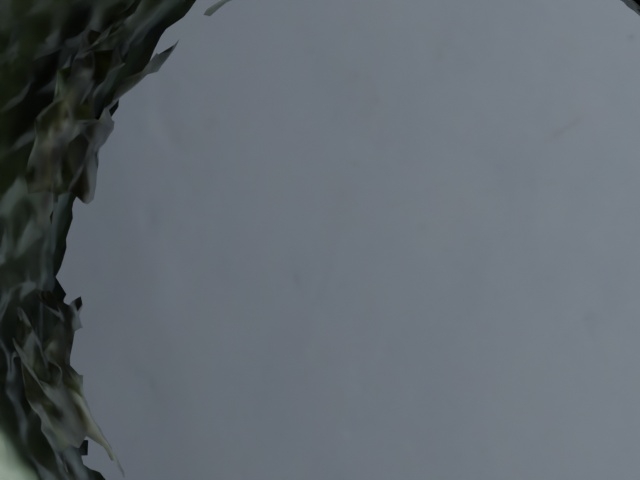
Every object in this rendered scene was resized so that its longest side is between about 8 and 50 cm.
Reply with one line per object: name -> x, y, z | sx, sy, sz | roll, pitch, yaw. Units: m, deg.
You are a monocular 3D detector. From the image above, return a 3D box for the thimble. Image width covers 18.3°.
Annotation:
thimble -> 0.000, 0.000, 0.581 | 0.271, 0.150, 0.271 | -3, 80, 19
